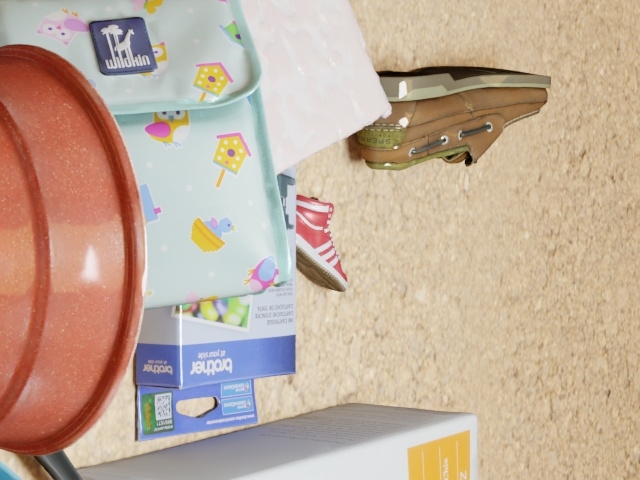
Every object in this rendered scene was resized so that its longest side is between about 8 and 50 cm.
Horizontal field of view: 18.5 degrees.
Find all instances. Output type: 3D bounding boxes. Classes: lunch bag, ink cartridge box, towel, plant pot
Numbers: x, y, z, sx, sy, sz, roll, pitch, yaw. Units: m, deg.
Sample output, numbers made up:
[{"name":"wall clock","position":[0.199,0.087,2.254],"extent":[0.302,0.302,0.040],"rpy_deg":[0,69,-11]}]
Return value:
[{"name":"lunch bag","position":[-0.153,-0.074,1.561],"extent":[0.223,0.160,0.262],"rpy_deg":[-6,88,-13]},{"name":"ink cartridge box","position":[-0.094,0.026,1.825],"extent":[0.186,0.065,0.311],"rpy_deg":[-1,94,-56]},{"name":"towel","position":[-0.087,-0.218,1.767],"extent":[0.317,0.053,0.332],"rpy_deg":[-32,103,-50]},{"name":"plant pot","position":[-0.293,0.011,1.210],"extent":[0.265,0.272,0.272],"rpy_deg":[-3,94,-44]}]

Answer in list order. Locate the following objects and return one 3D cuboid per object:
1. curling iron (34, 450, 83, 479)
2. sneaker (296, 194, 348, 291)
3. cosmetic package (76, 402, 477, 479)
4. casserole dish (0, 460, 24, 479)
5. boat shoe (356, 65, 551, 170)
[{"name":"curling iron","position":[-0.269,0.126,1.588],"extent":[0.274,0.035,0.068],"rpy_deg":[55,52,-41]},{"name":"sneaker","position":[0.000,0.000,1.977],"extent":[0.118,0.042,0.067],"rpy_deg":[45,58,-44]},{"name":"cosmetic package","position":[-0.027,0.296,1.843],"extent":[0.453,0.161,0.230],"rpy_deg":[-8,98,-55]},{"name":"casserole dish","position":[-0.270,0.245,1.590],"extent":[0.188,0.037,0.114],"rpy_deg":[51,51,-45]},{"name":"boat shoe","position":[0.139,-0.134,2.135],"extent":[0.307,0.111,0.104],"rpy_deg":[-8,102,-46]}]
